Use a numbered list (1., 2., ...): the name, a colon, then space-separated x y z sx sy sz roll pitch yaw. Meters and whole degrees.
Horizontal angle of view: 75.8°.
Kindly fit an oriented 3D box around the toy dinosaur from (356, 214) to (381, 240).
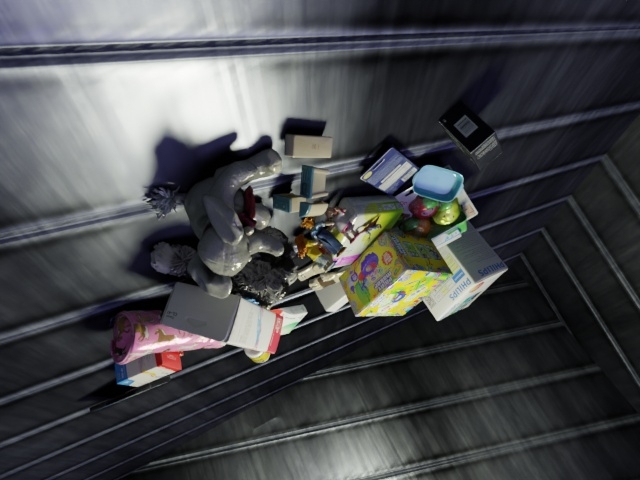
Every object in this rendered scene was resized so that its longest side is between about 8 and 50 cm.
1. toy dinosaur: 0.155 -0.041 1.355 0.081 0.047 0.090 -7 106 -13

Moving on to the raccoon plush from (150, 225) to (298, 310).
1. raccoon plush: -0.271 0.083 1.256 0.445 0.216 0.299 15 152 -16

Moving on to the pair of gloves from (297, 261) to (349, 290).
1. pair of gloves: 0.024 0.128 1.685 0.204 0.042 0.240 -26 148 12

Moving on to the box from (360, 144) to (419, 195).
1. box: 0.218 -0.224 1.311 0.136 0.037 0.225 -43 153 20

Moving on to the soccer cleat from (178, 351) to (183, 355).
1. soccer cleat: -0.580 0.446 1.627 0.035 0.029 0.083 -32 151 18

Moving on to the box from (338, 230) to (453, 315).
1. box: 0.279 0.135 1.541 0.278 0.177 0.290 8 136 -41

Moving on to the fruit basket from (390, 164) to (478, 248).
1. fruit basket: 0.413 -0.099 1.584 0.326 0.166 0.353 -31 145 19

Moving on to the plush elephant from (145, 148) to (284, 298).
1. plush elephant: -0.204 -0.029 0.958 0.329 0.256 0.272 -12 147 -33

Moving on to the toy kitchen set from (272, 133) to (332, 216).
1. toy kitchen set: -0.074 -0.171 1.074 0.122 0.166 0.208 -8 108 -40

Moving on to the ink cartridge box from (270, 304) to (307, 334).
1. ink cartridge box: -0.193 0.375 1.883 0.224 0.056 0.181 -3 141 -47

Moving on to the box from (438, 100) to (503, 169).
1. box: 0.467 -0.323 1.274 0.093 0.156 0.158 -42 152 17

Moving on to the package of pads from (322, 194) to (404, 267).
1. package of pads: 0.129 -0.032 1.463 0.228 0.101 0.297 -8 142 -33

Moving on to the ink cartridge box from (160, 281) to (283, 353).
1. ink cartridge box: -0.273 0.237 1.216 0.225 0.131 0.306 9 161 20

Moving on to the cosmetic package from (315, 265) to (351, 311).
1. cosmetic package: 0.100 0.205 1.828 0.231 0.118 0.085 -41 151 20

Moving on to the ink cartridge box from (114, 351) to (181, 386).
1. ink cartridge box: -0.613 0.457 1.518 0.230 0.078 0.134 -23 153 3

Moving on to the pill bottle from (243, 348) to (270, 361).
1. pill bottle: -0.298 0.529 1.973 0.103 0.103 0.184 -27 153 -8

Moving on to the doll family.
1. doll family: 0.000 0.000 1.340 0.118 0.163 0.263 -37 168 -45

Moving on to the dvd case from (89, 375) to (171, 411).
1. dvd case: -0.752 0.610 1.641 0.252 0.022 0.180 -22 169 0

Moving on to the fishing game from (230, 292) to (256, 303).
1. fishing game: -0.297 0.197 1.427 0.188 0.041 0.264 -6 164 26

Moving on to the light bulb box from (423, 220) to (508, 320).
1. light bulb box: 0.594 0.114 1.917 0.225 0.361 0.358 -16 150 -27

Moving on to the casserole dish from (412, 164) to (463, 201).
1. casserole dish: 0.401 -0.201 1.419 0.188 0.037 0.114 13 118 -13

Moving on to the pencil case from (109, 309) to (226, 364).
1. pencil case: -0.474 0.297 1.343 0.385 0.167 0.160 5 100 -50
